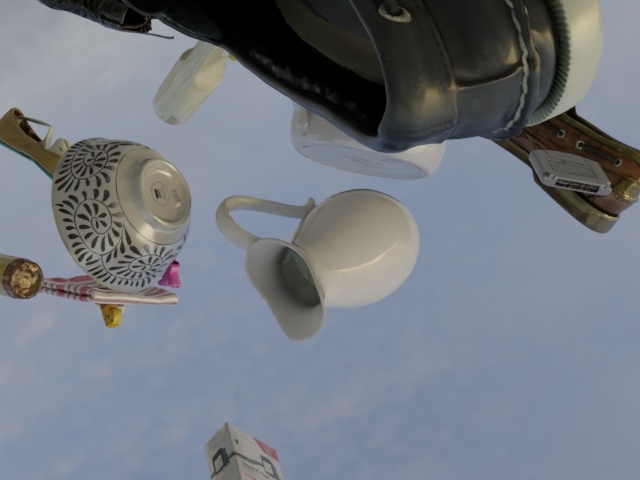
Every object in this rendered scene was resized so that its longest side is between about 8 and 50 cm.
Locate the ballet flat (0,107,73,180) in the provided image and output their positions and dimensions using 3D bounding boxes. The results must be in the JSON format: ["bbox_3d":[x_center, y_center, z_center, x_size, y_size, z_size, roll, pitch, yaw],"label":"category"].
[{"bbox_3d":[-0.437,-0.145,1.753,0.232,0.080,0.073,32,-93,25],"label":"ballet flat"}]

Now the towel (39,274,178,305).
[{"bbox_3d":[-0.311,0.065,1.526,0.197,0.029,0.144,7,-178,44],"label":"towel"}]

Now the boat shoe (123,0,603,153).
[{"bbox_3d":[-0.041,-0.138,0.493,0.113,0.127,0.340,-31,-122,-28],"label":"boat shoe"}]

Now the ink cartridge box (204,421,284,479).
[{"bbox_3d":[-0.113,0.367,1.708,0.063,0.109,0.150,-49,-153,11],"label":"ink cartridge box"}]

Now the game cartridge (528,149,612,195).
[{"bbox_3d":[0.265,-0.074,1.176,0.083,0.017,0.056,9,-141,-18],"label":"game cartridge"}]

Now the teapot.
[{"bbox_3d":[0.076,-0.206,1.655,0.252,0.256,0.187,10,-95,9],"label":"teapot"}]

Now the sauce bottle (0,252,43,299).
[{"bbox_3d":[-0.322,0.033,1.092,0.128,0.042,0.042,6,-140,48],"label":"sauce bottle"}]

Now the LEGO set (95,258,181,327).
[{"bbox_3d":[-0.335,0.096,1.901,0.227,0.087,0.093,-33,-114,37],"label":"LEGO set"}]

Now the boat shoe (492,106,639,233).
[{"bbox_3d":[0.259,-0.147,1.306,0.307,0.104,0.111,43,-155,16],"label":"boat shoe"}]

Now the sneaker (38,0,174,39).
[{"bbox_3d":[-0.263,-0.287,1.344,0.089,0.170,0.051,19,-89,45],"label":"sneaker"}]

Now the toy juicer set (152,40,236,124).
[{"bbox_3d":[-0.046,-0.192,0.741,0.209,0.089,0.329,-39,-168,45],"label":"toy juicer set"}]

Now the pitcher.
[{"bbox_3d":[0.000,0.000,1.181,0.178,0.125,0.207,48,-141,14],"label":"pitcher"}]

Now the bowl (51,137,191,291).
[{"bbox_3d":[-0.187,-0.037,1.140,0.080,0.170,0.170,-19,-149,35],"label":"bowl"}]
